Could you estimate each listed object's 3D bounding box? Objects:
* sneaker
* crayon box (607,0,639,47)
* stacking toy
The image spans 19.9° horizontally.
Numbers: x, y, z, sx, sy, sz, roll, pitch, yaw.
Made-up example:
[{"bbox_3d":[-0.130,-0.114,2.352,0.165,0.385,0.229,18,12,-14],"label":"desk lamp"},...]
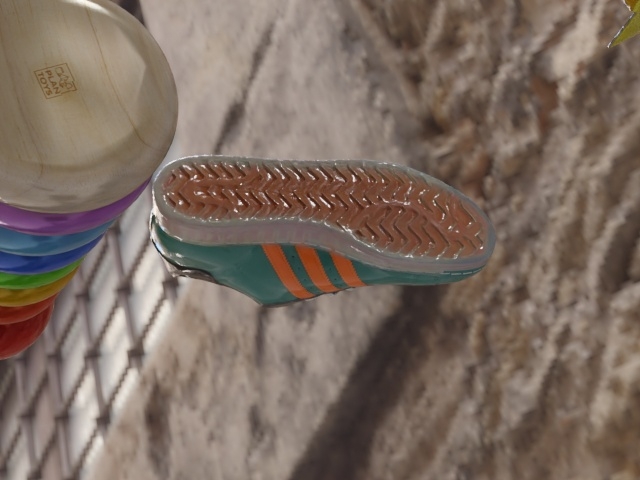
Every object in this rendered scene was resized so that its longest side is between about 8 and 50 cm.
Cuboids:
[{"bbox_3d":[0.000,0.000,1.619,0.302,0.108,0.121,8,-37,0],"label":"sneaker"},{"bbox_3d":[0.357,-0.319,1.577,0.202,0.081,0.318,-26,-22,-35],"label":"crayon box"},{"bbox_3d":[-0.186,-0.012,1.113,0.141,0.141,0.330,3,-28,-16],"label":"stacking toy"}]
